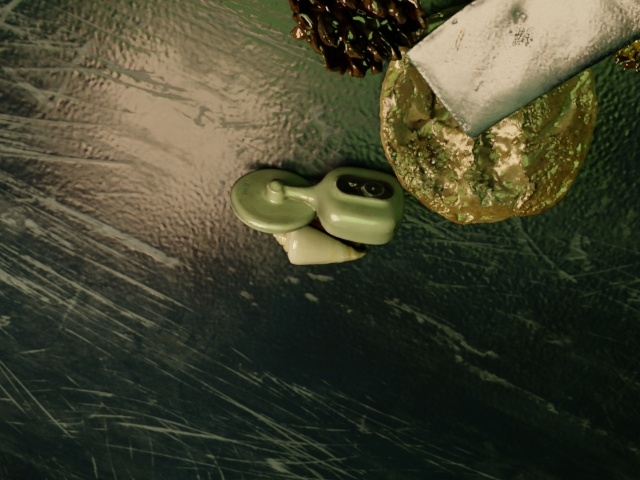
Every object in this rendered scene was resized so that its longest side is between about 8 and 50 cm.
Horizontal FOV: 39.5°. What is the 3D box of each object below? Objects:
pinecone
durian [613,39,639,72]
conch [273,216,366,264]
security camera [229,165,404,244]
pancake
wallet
[{"bbox_3d":[0.063,-0.388,1.374,0.243,0.243,0.257,43,95,-14],"label":"pinecone"},{"bbox_3d":[0.476,-0.378,1.342,0.293,0.258,0.258,23,112,0],"label":"durian"},{"bbox_3d":[0.002,-0.002,1.603,0.176,0.094,0.104,9,78,-4],"label":"conch"},{"bbox_3d":[-0.005,-0.074,1.536,0.302,0.157,0.080,8,136,-3],"label":"security camera"},{"bbox_3d":[0.281,-0.213,1.502,0.387,0.082,0.387,1,107,4],"label":"pancake"},{"bbox_3d":[0.310,-0.306,1.315,0.190,0.046,0.379,51,135,-8],"label":"wallet"}]
